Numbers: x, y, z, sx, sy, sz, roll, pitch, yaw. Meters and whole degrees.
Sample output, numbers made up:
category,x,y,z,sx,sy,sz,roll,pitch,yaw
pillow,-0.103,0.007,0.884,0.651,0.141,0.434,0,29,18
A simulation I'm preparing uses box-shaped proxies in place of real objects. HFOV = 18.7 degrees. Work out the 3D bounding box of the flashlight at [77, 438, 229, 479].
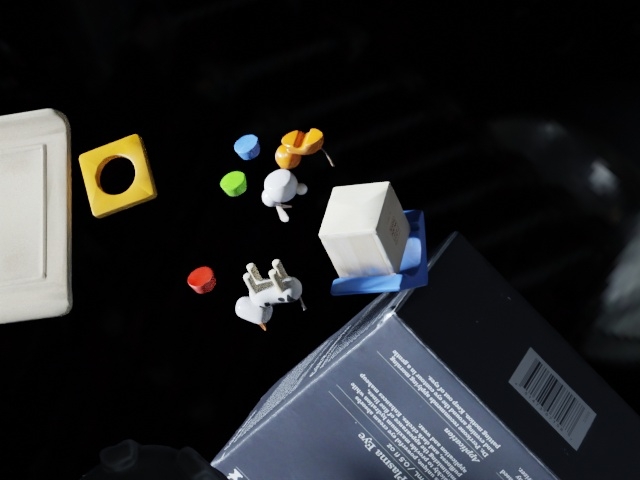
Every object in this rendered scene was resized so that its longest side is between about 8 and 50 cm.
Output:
category,x,y,z,sx,sy,sz,roll,pitch,yaw
flashlight,-0.054,0.173,1.017,0.103,0.103,0.304,-3,-22,9

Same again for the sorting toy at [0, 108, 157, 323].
category,x,y,z,sx,sy,sz,roll,pitch,yaw
sorting toy,-0.310,-0.014,1.812,0.348,0.196,0.047,-8,-16,15

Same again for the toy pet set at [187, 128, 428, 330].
category,x,y,z,sx,sy,sz,roll,pitch,yaw
toy pet set,0.000,0.000,1.099,0.122,0.114,0.065,-72,-32,-41

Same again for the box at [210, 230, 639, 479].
category,x,y,z,sx,sy,sz,roll,pitch,yaw
box,0.126,0.226,1.936,0.312,0.343,0.179,-42,4,37
